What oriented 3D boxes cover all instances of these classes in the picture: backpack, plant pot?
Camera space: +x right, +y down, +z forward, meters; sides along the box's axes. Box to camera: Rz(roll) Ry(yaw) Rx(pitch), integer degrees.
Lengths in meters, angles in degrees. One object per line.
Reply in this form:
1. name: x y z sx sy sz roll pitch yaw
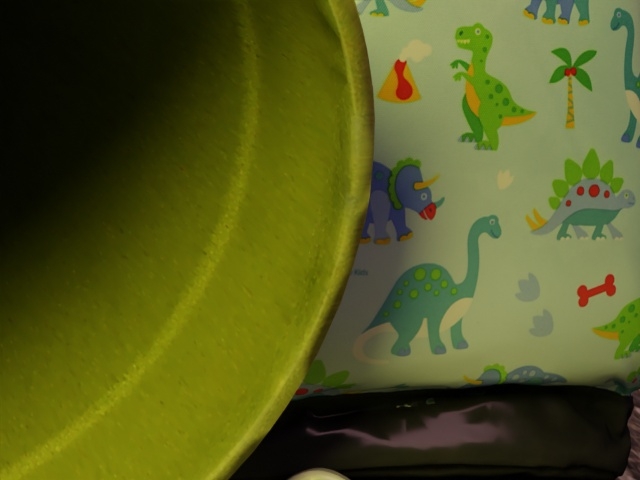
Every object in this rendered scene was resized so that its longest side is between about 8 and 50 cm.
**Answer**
1. backpack: 0.046 -0.052 0.793 0.290 0.273 0.355 4 76 -22
2. plant pot: -0.226 -0.070 0.634 0.366 0.366 0.353 14 19 -41

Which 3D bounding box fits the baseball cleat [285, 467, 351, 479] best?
1. baseball cleat: 0.034 0.193 0.740 0.206 0.072 0.109 62 4 -8
